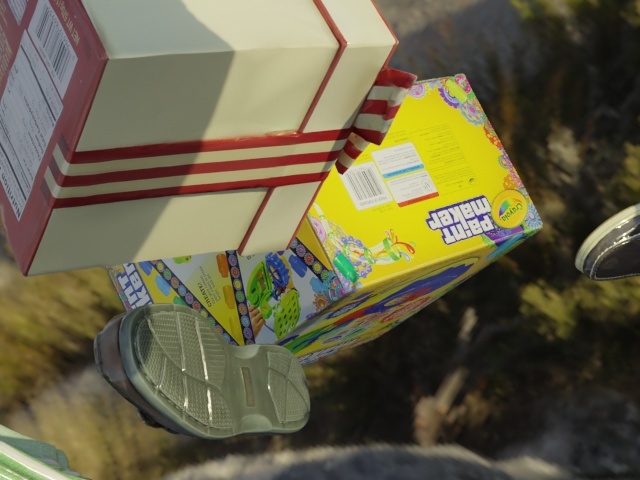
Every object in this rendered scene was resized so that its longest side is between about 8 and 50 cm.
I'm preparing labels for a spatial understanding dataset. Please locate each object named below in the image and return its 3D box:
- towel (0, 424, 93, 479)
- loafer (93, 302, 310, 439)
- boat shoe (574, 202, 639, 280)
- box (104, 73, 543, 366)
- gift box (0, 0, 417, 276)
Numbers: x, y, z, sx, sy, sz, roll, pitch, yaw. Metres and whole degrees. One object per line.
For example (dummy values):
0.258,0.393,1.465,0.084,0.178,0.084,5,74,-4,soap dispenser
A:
-0.301,0.159,1.458,0.038,0.247,0.325,-62,14,-7,towel
-0.100,0.112,1.307,0.084,0.267,0.096,-15,71,24,loafer
0.249,0.001,1.206,0.049,0.152,0.056,56,153,35,boat shoe
0.000,0.000,1.654,0.279,0.290,0.177,-37,76,44,box
-0.096,-0.140,1.224,0.276,0.258,0.255,-55,52,45,gift box
